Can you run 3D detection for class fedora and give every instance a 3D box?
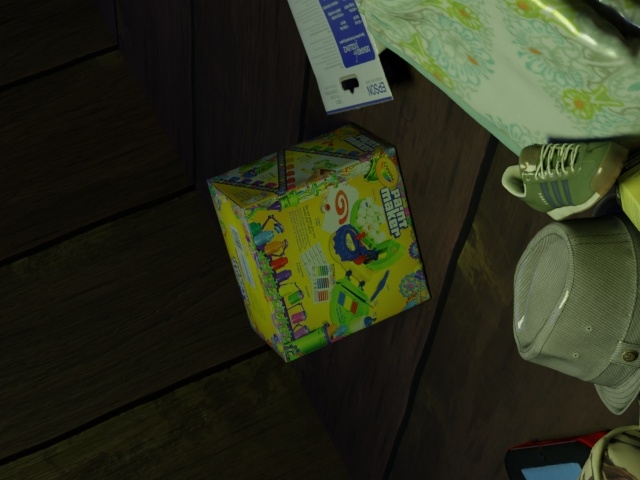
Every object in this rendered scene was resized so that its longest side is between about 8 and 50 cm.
[{"bbox_3d":[0.300,0.073,1.688,0.275,0.124,0.243,106,162,-52],"label":"fedora"}]

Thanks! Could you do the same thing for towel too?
[{"bbox_3d":[0.204,-0.221,1.560,0.374,0.090,0.320,37,165,7],"label":"towel"}]

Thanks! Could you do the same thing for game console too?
[{"bbox_3d":[0.409,0.443,2.092,0.342,0.060,0.386,66,165,5],"label":"game console"}]

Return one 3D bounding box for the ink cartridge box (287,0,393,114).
[{"bbox_3d":[0.029,-0.358,2.228,0.307,0.072,0.303,67,163,-8],"label":"ink cartridge box"}]

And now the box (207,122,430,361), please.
[{"bbox_3d":[0.000,0.000,2.413,0.177,0.279,0.290,37,146,60],"label":"box"}]

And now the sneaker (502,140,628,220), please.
[{"bbox_3d":[0.256,-0.074,1.567,0.086,0.064,0.192,26,164,-6],"label":"sneaker"}]

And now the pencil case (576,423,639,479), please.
[{"bbox_3d":[0.374,0.421,1.846,0.183,0.160,0.410,34,138,19],"label":"pencil case"}]

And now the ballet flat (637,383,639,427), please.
[{"bbox_3d":[0.430,0.221,1.622,0.348,0.123,0.123,57,161,34],"label":"ballet flat"}]

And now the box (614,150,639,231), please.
[{"bbox_3d":[0.395,0.011,1.516,0.232,0.058,0.087,58,180,31],"label":"box"}]
